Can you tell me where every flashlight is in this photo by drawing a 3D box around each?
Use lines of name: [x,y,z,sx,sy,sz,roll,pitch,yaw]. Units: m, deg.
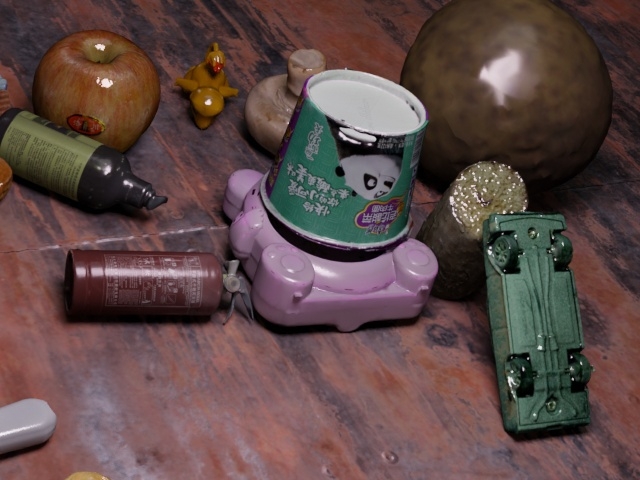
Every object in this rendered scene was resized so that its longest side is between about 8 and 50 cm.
flashlight: [-0.410,0.239,1.376,0.200,0.048,0.093,-14,47,-40]

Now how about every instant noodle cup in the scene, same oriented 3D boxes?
instant noodle cup: [0.048,-0.132,1.750,0.251,0.190,0.251,11,34,-8]

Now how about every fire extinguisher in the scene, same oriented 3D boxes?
fire extinguisher: [-0.225,0.067,1.646,0.268,0.105,0.105,2,39,-21]

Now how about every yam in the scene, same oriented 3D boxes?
yam: [0.230,-0.003,1.833,0.153,0.254,0.154,7,60,-12]

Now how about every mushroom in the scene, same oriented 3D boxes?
mushroom: [-0.035,-0.243,2.058,0.206,0.209,0.206,-4,18,1]

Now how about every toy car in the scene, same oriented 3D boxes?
toy car: [0.308,0.118,1.689,0.141,0.097,0.321,-2,80,-25]

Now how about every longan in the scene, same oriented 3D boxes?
longan: [0.329,-0.257,2.079,0.391,0.391,0.391,12,36,-9]

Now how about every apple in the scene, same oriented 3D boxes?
apple: [-0.371,-0.242,1.910,0.211,0.188,0.211,9,39,-7]

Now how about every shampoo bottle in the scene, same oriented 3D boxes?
shampoo bottle: [-0.378,-0.113,1.808,0.283,0.101,0.101,23,36,7]

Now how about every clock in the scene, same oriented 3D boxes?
clock: [0.000,0.000,1.810,0.295,0.113,0.322,-2,39,-25]

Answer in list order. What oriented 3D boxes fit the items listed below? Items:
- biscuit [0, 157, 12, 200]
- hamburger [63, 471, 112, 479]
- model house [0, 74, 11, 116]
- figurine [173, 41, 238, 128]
biscuit: [-0.627,-0.081,1.705,0.277,0.052,0.262,23,41,6]
hamburger: [-0.261,0.333,1.282,0.147,0.083,0.138,30,34,14]
model house: [-0.567,-0.208,1.857,0.148,0.119,0.149,-17,58,-40]
figurine: [-0.201,-0.287,2.096,0.121,0.122,0.176,11,35,-13]
